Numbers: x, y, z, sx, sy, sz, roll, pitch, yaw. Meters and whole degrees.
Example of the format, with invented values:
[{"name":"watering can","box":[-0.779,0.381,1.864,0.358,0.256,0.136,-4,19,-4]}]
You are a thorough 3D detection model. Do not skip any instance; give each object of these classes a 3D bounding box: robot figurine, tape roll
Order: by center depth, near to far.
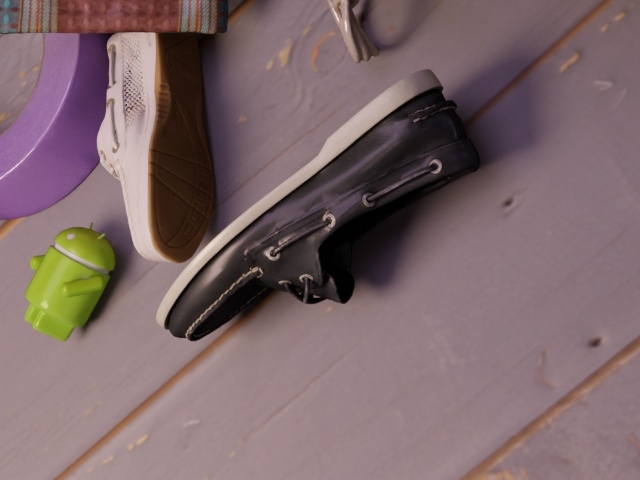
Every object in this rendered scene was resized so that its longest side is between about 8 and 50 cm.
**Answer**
[{"name":"robot figurine","box":[-0.243,0.038,1.766,0.115,0.067,0.101,-61,31,1]},{"name":"tape roll","box":[-0.331,-0.164,1.876,0.274,0.090,0.275,-11,68,30]}]

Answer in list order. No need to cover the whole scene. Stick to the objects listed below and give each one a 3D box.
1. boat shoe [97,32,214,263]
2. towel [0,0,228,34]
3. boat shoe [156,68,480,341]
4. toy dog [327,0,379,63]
[{"name":"boat shoe","box":[-0.168,-0.092,1.748,0.096,0.098,0.277,-20,56,27]},{"name":"towel","box":[-0.219,-0.378,1.692,0.271,0.040,0.370,-1,98,-4]},{"name":"boat shoe","box":[0.002,-0.001,1.594,0.340,0.127,0.113,-41,80,12]},{"name":"toy dog","box":[0.041,-0.347,1.643,0.161,0.220,0.334,-22,67,1]}]
